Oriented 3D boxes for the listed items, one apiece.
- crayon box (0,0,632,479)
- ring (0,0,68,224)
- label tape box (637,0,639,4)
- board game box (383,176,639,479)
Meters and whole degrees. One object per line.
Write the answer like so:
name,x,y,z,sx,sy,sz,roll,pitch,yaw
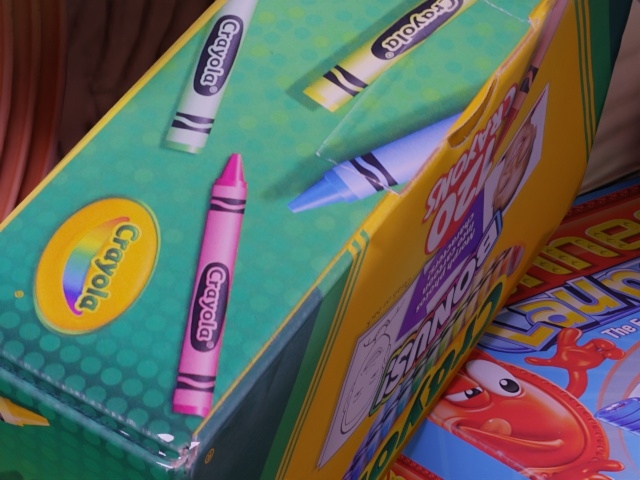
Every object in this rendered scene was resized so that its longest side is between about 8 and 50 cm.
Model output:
crayon box,0.000,0.000,0.571,0.278,0.081,0.165,-52,160,-36
ring,-0.208,-0.026,0.462,0.336,0.032,0.336,-21,125,-34
label tape box,0.090,-0.247,0.466,0.333,0.106,0.240,47,51,-44
board game box,0.182,0.075,0.706,0.308,0.302,0.086,-18,121,-37
